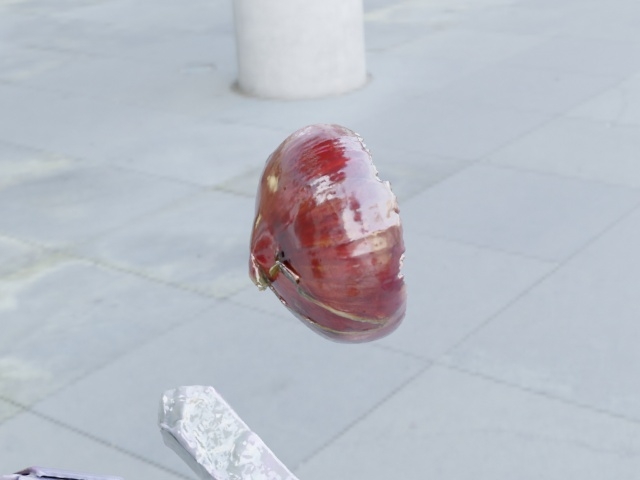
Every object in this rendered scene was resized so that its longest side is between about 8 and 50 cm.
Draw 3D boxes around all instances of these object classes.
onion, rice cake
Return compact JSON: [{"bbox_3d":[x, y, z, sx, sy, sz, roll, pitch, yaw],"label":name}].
[{"bbox_3d":[0.009,-0.005,1.148,0.161,0.248,0.248,3,22,0],"label":"onion"},{"bbox_3d":[0.014,0.240,0.788,0.056,0.073,0.365,-41,78,-22],"label":"rice cake"}]

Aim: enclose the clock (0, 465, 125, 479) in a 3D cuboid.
[{"bbox_3d":[-0.164,0.227,0.584,0.073,0.194,0.144,16,-30,-43],"label":"clock"}]
